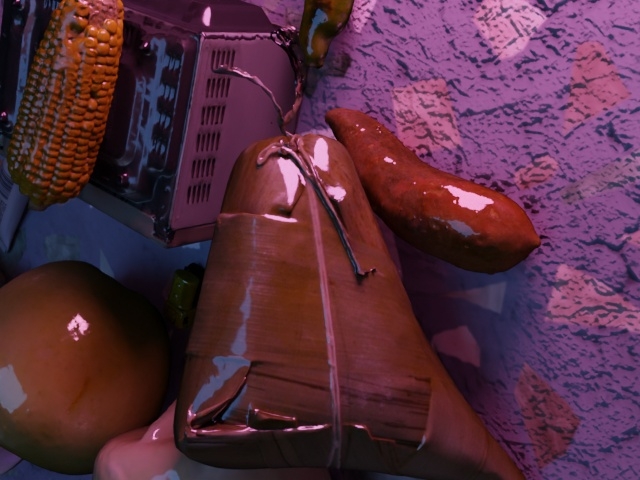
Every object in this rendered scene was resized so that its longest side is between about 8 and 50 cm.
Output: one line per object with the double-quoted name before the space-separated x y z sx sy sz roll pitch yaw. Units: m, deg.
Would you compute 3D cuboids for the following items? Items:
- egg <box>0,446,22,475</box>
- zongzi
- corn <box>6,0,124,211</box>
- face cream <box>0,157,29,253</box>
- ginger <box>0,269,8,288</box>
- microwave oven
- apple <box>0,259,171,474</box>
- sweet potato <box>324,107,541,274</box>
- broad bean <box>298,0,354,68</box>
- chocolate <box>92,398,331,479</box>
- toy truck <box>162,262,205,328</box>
"egg" -0.530 0.292 1.522 0.271 0.206 0.161 -29 111 20
"zongzi" 0.057 0.035 0.982 0.181 0.419 0.446 160 121 -79
"corn" -0.272 -0.145 0.998 0.097 0.097 0.261 37 117 28
"face cream" -0.498 -0.082 1.499 0.092 0.058 0.243 52 131 12
"ginger" -0.613 0.149 1.523 0.275 0.130 0.221 -48 34 12
"microwave oven" -0.228 -0.180 1.154 0.355 0.219 0.286 27 115 32
"apple" -0.320 0.178 1.256 0.234 0.295 0.257 26 77 18
"sweet potato" 0.100 -0.051 0.994 0.292 0.097 0.097 35 118 29
"broad bean" -0.021 -0.347 1.057 0.144 0.049 0.291 -34 73 27
"chocolate" -0.131 0.324 1.101 0.314 0.326 0.296 -8 98 -2
"toy truck" -0.182 0.079 1.270 0.049 0.054 0.083 34 118 29
